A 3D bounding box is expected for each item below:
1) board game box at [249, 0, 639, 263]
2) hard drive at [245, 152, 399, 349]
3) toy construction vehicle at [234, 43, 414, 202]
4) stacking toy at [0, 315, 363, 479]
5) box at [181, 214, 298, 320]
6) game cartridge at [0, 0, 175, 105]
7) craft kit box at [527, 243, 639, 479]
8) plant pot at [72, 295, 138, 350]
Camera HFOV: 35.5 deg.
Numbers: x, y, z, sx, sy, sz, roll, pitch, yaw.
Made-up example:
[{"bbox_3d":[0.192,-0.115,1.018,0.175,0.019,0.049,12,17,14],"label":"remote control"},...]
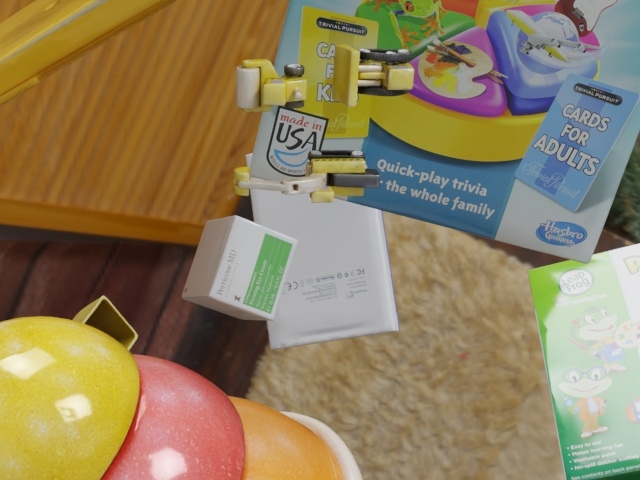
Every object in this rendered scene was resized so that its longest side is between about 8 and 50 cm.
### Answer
[{"bbox_3d":[0.112,-0.176,0.681,0.254,0.079,0.336,14,111,-2],"label":"board game box"},{"bbox_3d":[0.000,0.000,1.583,0.210,0.040,0.318,-11,81,21],"label":"hard drive"},{"bbox_3d":[0.003,-0.063,0.546,0.035,0.098,0.086,-119,32,-64],"label":"toy construction vehicle"},{"bbox_3d":[-0.220,0.180,0.809,0.351,0.480,0.350,-30,31,21],"label":"stacking toy"},{"bbox_3d":[-0.094,0.033,1.158,0.102,0.087,0.101,-8,62,64],"label":"box"},{"bbox_3d":[-0.296,-0.250,1.153,0.324,0.052,0.285,-31,26,7],"label":"game cartridge"},{"bbox_3d":[0.327,0.102,0.895,0.250,0.061,0.246,-15,41,15],"label":"craft kit box"},{"bbox_3d":[-0.326,0.142,1.409,0.083,0.081,0.081,-23,113,31],"label":"plant pot"}]
